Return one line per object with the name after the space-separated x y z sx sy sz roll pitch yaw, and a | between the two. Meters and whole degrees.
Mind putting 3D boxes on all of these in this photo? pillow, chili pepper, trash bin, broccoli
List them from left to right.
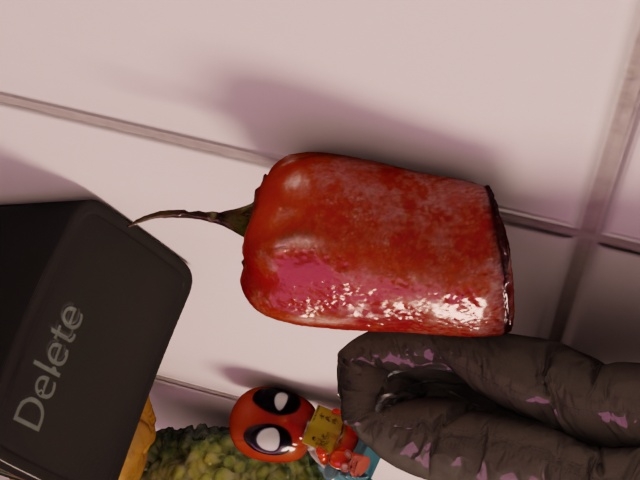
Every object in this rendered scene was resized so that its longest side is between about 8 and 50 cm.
-0.222 0.063 0.857 0.225 0.165 0.115 3 155 38 | trash bin
-0.078 0.296 1.194 0.263 0.243 0.247 1 141 24 | broccoli
0.000 0.000 0.630 0.192 0.086 0.084 6 -167 5 | chili pepper
0.193 0.115 0.691 0.326 0.101 0.228 6 168 28 | pillow

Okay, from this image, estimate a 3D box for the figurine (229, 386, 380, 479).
-0.012 0.154 1.048 0.140 0.068 0.075 13 162 27 | figurine

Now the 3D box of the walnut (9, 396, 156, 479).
-0.210 0.166 1.120 0.144 0.144 0.180 21 169 -8 | walnut
